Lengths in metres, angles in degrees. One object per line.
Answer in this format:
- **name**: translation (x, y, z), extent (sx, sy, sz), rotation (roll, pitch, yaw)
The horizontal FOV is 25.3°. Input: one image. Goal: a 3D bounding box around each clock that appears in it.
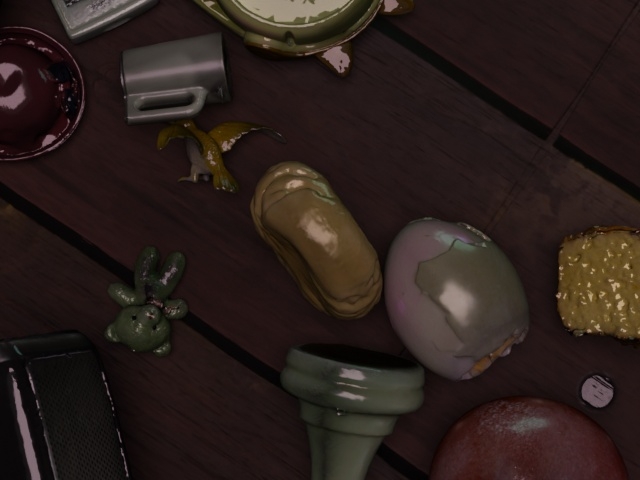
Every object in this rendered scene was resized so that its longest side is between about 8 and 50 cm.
- **clock**: translation (-0.039, -0.399, 1.982), extent (0.348, 0.117, 0.286), rotation (44, 87, 4)

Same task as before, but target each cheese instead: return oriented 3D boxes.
- **cheese**: translation (0.000, 0.000, 1.900), extent (0.117, 0.214, 0.226), rotation (-38, 78, -7)

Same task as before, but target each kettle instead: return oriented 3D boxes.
- **kettle**: translation (-0.199, -0.219, 1.978), extent (0.148, 0.098, 0.127), rotation (-8, 82, 2)

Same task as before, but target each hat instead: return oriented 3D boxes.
- **hat**: translation (-0.433, -0.207, 1.985), extent (0.205, 0.089, 0.206), rotation (0, 84, 0)

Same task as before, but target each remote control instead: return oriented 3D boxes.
- **remote control**: translation (-0.365, -0.458, 2.027), extent (0.145, 0.050, 0.344), rotation (-27, 85, -2)

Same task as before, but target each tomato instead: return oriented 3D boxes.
- **tomato**: translation (0.273, 0.337, 1.854), extent (0.270, 0.227, 0.270), rotation (0, 87, 2)

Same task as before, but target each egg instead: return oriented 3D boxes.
- **egg**: translation (0.172, 0.070, 1.905), extent (0.183, 0.183, 0.217), rotation (-36, 75, -2)

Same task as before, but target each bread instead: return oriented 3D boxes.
- **bread**: translation (0.456, 0.061, 1.910), extent (0.260, 0.147, 0.160), rotation (3, 93, 31)

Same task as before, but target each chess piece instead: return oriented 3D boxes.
- **chess piece**: translation (0.026, 0.297, 1.894), extent (0.194, 0.194, 0.299), rotation (9, 94, 2)

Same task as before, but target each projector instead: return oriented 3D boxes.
- **projector**: translation (-0.447, 0.354, 1.817), extent (0.395, 0.242, 0.405), rotation (-16, 85, 18)

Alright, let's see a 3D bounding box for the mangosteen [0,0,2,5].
- **mangosteen**: translation (-0.567, -0.378, 1.908), extent (0.297, 0.297, 0.293), rotation (18, 88, 3)

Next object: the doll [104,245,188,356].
- **doll**: translation (-0.237, 0.080, 1.967), extent (0.115, 0.077, 0.150), rotation (15, 74, -8)

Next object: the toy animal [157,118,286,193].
- **toy animal**: translation (-0.177, -0.122, 1.976), extent (0.155, 0.219, 0.095), rotation (13, 104, 38)
